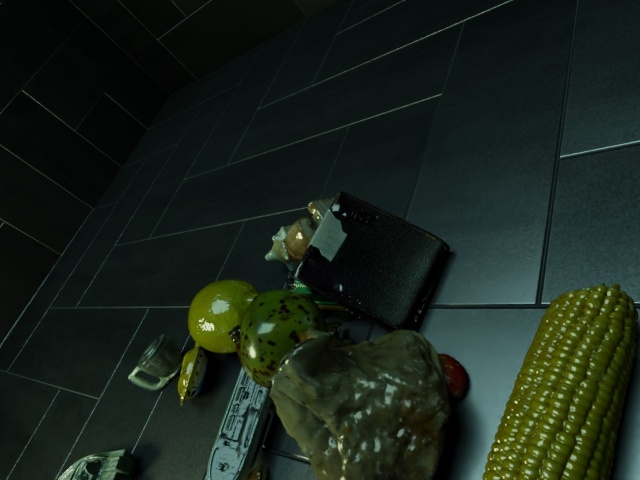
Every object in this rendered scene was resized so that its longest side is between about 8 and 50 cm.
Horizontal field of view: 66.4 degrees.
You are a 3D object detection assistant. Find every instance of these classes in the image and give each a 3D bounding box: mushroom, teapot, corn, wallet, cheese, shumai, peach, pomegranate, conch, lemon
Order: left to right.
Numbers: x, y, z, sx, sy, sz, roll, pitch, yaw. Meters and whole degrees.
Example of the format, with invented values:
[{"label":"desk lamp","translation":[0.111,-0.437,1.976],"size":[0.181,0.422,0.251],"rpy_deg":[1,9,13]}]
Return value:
[{"label":"teapot","translation":[-0.445,0.346,1.354],"size":[0.149,0.108,0.111],"rpy_deg":[-55,17,-25]},{"label":"cheese","translation":[-0.327,0.316,1.282],"size":[0.250,0.064,0.156],"rpy_deg":[-92,20,-57]},{"label":"lemon","translation":[-0.226,0.188,1.224],"size":[0.248,0.184,0.184],"rpy_deg":[-14,47,34]},{"label":"pomegranate","translation":[-0.060,0.192,0.991],"size":[0.198,0.246,0.198],"rpy_deg":[6,101,34]},{"label":"conch","translation":[-0.078,0.024,1.302],"size":[0.137,0.114,0.234],"rpy_deg":[-39,-1,-6]},{"label":"mushroom","translation":[0.000,0.000,1.141],"size":[0.151,0.286,0.156],"rpy_deg":[-37,77,30]},{"label":"shumai","translation":[0.034,0.270,0.771],"size":[0.267,0.262,0.314],"rpy_deg":[-26,48,48]},{"label":"wallet","translation":[0.105,0.042,0.980],"size":[0.221,0.262,0.071],"rpy_deg":[-61,-4,-17]},{"label":"peach","translation":[0.207,0.233,0.836],"size":[0.077,0.050,0.083],"rpy_deg":[-31,42,23]},{"label":"corn","translation":[0.317,0.231,0.648],"size":[0.144,0.144,0.387],"rpy_deg":[-1,53,46]}]

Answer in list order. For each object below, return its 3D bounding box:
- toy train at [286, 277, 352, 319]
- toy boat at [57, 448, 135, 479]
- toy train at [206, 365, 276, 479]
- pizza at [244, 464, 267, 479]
[{"label":"toy train","translation":[0.006,0.108,1.093],"size":[0.228,0.136,0.091],"rpy_deg":[-2,55,43]},{"label":"toy boat","translation":[-0.602,0.625,1.264],"size":[0.319,0.092,0.141],"rpy_deg":[-22,40,32]},{"label":"toy train","translation":[-0.135,0.332,1.058],"size":[0.086,0.088,0.407],"rpy_deg":[3,56,24]},{"label":"pizza","translation":[-0.126,0.524,0.912],"size":[0.176,0.036,0.184],"rpy_deg":[0,54,44]}]
